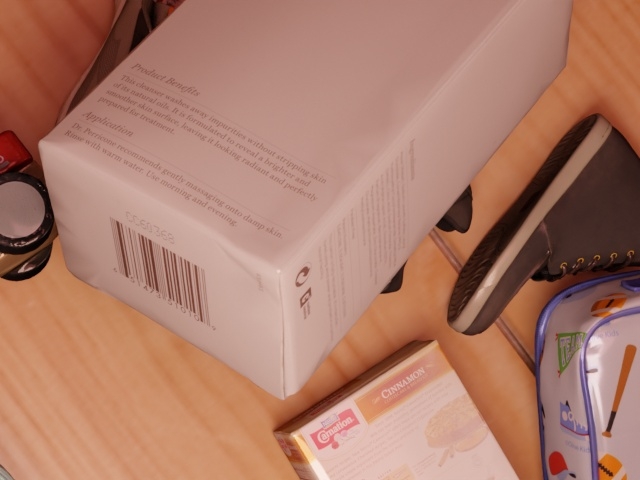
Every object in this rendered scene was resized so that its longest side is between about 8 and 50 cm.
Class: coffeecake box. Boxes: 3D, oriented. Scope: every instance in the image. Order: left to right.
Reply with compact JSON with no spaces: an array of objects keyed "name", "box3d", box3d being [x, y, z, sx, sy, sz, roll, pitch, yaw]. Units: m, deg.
[{"name":"coffeecake box","box3d":[0.073,0.194,1.529,0.142,0.068,0.185,-32,94,-15]}]

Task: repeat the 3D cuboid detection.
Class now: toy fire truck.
[{"name":"toy fire truck","box3d":[-0.337,-0.049,1.409,0.217,0.158,0.246,-36,83,-14]}]

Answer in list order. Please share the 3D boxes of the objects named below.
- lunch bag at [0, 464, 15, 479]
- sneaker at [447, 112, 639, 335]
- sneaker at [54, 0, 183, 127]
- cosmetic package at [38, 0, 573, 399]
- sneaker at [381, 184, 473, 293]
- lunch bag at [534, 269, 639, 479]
[{"name":"lunch bag","box3d":[-0.309,0.283,1.365,0.279,0.108,0.224,-37,119,-15]},{"name":"sneaker","box3d":[0.206,0.013,1.571,0.118,0.083,0.222,41,76,-9]},{"name":"sneaker","box3d":[-0.136,-0.124,1.479,0.100,0.108,0.271,19,82,-14]},{"name":"cosmetic package","box3d":[0.002,-0.102,1.400,0.217,0.156,0.385,29,57,23]},{"name":"sneaker","box3d":[0.000,0.000,1.511,0.286,0.109,0.130,-28,103,-11]},{"name":"lunch bag","box3d":[0.327,0.123,1.559,0.303,0.115,0.243,-10,102,-16]}]
